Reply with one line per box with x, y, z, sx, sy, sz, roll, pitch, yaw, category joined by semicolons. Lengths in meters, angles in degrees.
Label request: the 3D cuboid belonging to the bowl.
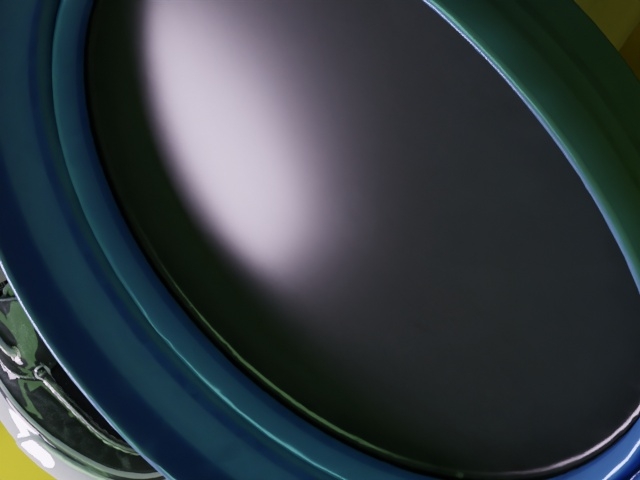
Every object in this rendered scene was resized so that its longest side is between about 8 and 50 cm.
0.000;0.000;0.832;0.391;0.077;0.391;24;136;25;bowl

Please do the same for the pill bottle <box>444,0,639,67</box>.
0.026;-0.189;0.856;0.278;0.162;0.162;38;134;22;pill bottle

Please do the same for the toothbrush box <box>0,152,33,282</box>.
-0.207;-0.141;1.084;0.295;0.216;0.126;46;136;18;toothbrush box

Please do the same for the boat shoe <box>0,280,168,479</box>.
-0.191;0.054;1.268;0.301;0.108;0.102;50;140;23;boat shoe
